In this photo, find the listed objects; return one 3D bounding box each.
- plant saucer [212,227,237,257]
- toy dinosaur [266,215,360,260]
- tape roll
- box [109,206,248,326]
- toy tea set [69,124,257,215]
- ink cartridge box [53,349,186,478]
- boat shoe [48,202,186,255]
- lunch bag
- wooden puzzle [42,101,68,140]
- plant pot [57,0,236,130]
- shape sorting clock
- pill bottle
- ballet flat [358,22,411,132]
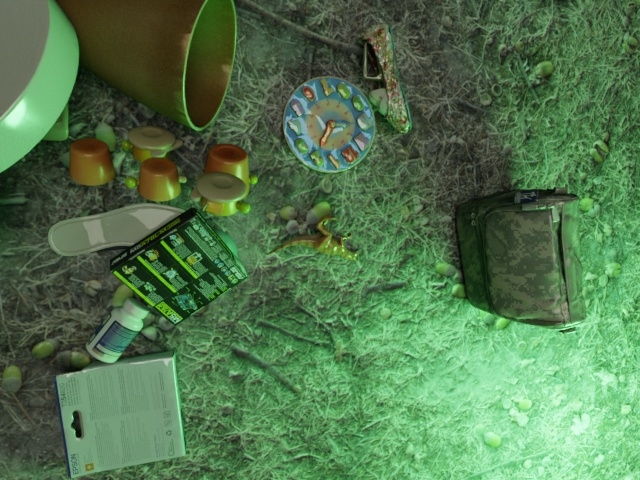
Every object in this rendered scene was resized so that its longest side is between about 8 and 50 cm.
[{"bbox_3d":[-0.233,0.033,0.911,0.119,0.021,0.119,-2,97,-15],"label":"plant saucer"},{"bbox_3d":[0.000,0.000,0.949,0.212,0.064,0.112,11,94,-16],"label":"toy dinosaur"},{"bbox_3d":[-0.560,-0.253,0.640,0.392,0.072,0.391,-1,73,5],"label":"tape roll"},{"bbox_3d":[-0.266,0.056,0.844,0.184,0.045,0.190,-33,130,0],"label":"box"},{"bbox_3d":[-0.284,-0.113,0.820,0.336,0.200,0.124,15,129,-2],"label":"toy tea set"},{"bbox_3d":[-0.401,0.350,0.888,0.224,0.045,0.223,-5,97,-14],"label":"ink cartridge box"},{"bbox_3d":[-0.373,-0.020,0.838,0.255,0.079,0.095,-13,102,-11],"label":"boat shoe"},{"bbox_3d":[0.464,0.031,0.978,0.213,0.256,0.305,-12,99,-14],"label":"lunch bag"},{"bbox_3d":[-0.571,-0.306,0.770,0.221,0.044,0.238,1,96,-16],"label":"wooden puzzle"},{"bbox_3d":[-0.306,-0.346,0.760,0.254,0.237,0.237,18,91,0],"label":"plant pot"},{"bbox_3d":[0.021,-0.250,0.939,0.206,0.040,0.206,-2,96,-15],"label":"shape sorting clock"},{"bbox_3d":[-0.396,0.174,0.858,0.067,0.067,0.120,39,86,-16],"label":"pill bottle"},{"bbox_3d":[0.134,-0.344,0.943,0.077,0.091,0.240,-13,91,-3],"label":"ballet flat"}]
